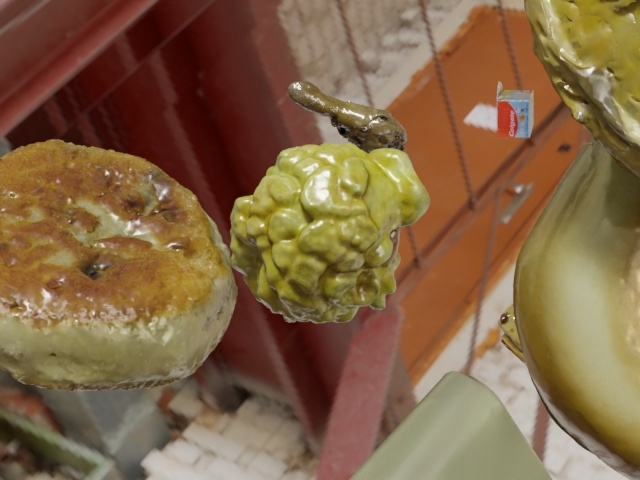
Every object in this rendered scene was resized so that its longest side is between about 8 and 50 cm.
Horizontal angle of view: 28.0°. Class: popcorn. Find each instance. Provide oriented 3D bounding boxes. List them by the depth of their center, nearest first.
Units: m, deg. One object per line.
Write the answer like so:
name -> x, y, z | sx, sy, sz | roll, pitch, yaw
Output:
popcorn -> 0.010, -0.005, 1.478 | 0.181, 0.216, 0.235 | 46, -27, 40

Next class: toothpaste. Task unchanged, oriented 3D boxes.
toothpaste -> 0.262, -0.181, 1.715 | 0.044, 0.193, 0.070 | 1, -79, 10

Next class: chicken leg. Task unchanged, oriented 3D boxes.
chicken leg -> 0.041, -0.181, 1.866 | 0.198, 0.069, 0.085 | 27, 17, -14

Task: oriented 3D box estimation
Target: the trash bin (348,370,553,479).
trash bin -> 0.151, 0.323, 1.575 | 0.121, 0.247, 0.243 | -4, -53, 55

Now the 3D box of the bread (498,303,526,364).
bread -> 0.428, 0.196, 2.169 | 0.210, 0.235, 0.099 | 41, -68, 45

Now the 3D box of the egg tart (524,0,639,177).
egg tart -> 0.286, -0.180, 0.851 | 0.341, 0.341, 0.132 | 42, -23, 1

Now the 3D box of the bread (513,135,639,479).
bread -> 0.306, 0.042, 0.985 | 0.333, 0.333, 0.160 | 44, -7, -3

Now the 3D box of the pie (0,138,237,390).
pie -> -0.231, 0.014, 1.268 | 0.315, 0.315, 0.092 | 36, -46, 11
